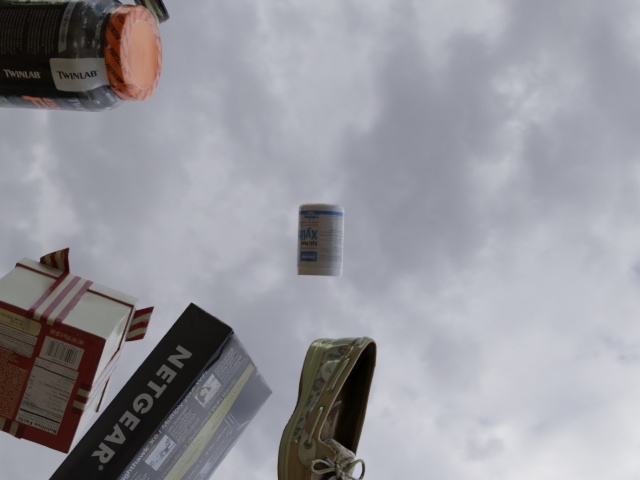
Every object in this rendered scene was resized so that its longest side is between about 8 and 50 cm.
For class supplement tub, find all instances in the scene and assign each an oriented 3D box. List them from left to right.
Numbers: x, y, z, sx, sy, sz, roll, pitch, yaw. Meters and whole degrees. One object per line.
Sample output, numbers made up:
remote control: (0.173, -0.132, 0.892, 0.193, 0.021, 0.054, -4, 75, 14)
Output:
supplement tub: (-0.467, -0.333, 1.538, 0.337, 0.207, 0.207, 4, -84, 15)
supplement tub: (0.000, 0.000, 1.295, 0.071, 0.071, 0.107, -1, -95, 36)

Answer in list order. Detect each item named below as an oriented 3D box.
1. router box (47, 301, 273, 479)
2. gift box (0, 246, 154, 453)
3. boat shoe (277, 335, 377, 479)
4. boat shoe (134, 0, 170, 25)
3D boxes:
router box: (-0.208, 0.269, 1.192, 0.081, 0.243, 0.309, 29, -111, 24)
gift box: (-0.454, 0.174, 1.510, 0.255, 0.258, 0.276, 25, -79, -5)
boat shoe: (0.014, 0.256, 1.176, 0.089, 0.104, 0.285, -13, -127, 32)
boat shoe: (-0.326, -0.471, 1.614, 0.056, 0.049, 0.152, 15, -50, 53)
